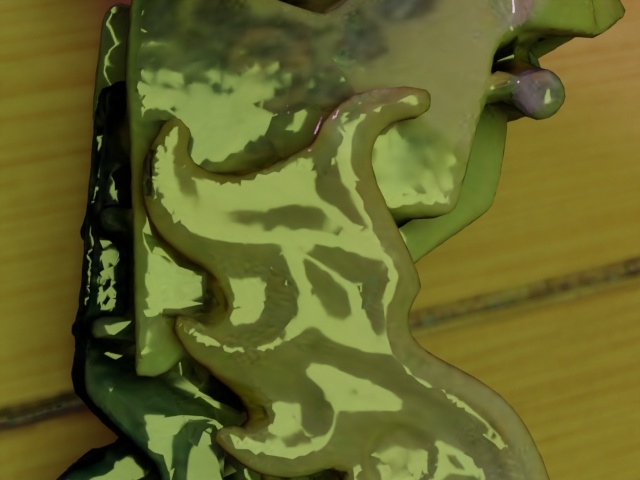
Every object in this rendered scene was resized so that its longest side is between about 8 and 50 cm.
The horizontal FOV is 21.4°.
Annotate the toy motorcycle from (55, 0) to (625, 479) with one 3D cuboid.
[{"bbox_3d":[0.000,0.000,0.686,0.237,0.169,0.410,6,87,-12],"label":"toy motorcycle"}]
